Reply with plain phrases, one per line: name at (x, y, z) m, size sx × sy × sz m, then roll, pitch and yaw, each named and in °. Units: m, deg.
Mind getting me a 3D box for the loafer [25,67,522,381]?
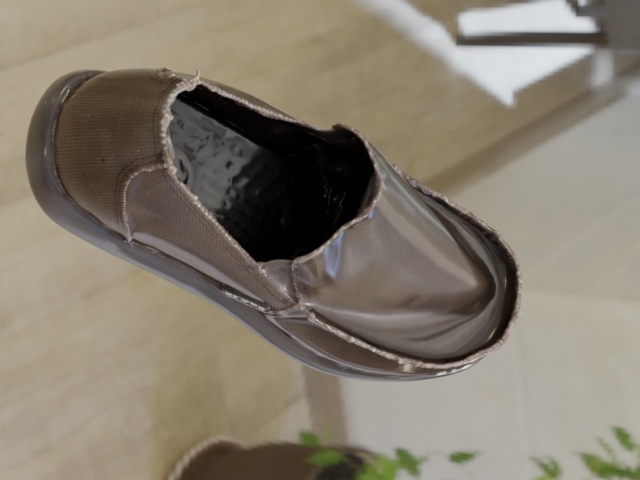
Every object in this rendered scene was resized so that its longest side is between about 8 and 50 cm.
loafer at (0.000, 0.000, 0.964) m, size 0.366 × 0.130 × 0.134 m, roll 21°, pitch 73°, yaw -35°
